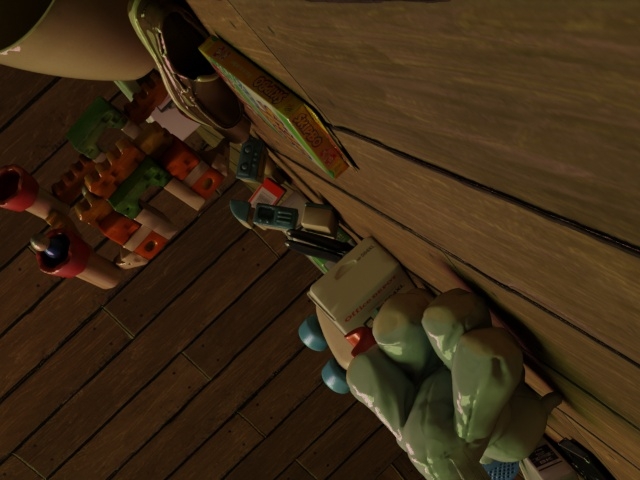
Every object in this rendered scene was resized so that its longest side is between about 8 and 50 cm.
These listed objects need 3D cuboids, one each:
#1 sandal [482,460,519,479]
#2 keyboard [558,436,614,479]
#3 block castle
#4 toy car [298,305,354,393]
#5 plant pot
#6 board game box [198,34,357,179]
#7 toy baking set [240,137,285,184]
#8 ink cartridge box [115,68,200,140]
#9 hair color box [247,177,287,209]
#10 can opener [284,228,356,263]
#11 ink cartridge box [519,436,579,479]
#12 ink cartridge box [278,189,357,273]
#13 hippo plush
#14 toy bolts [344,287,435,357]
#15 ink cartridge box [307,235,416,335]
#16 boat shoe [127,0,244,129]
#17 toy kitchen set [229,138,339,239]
[{"bbox_3d":[0.260,0.367,1.697,0.317,0.126,0.138,41,-169,-26],"label":"sandal"},{"bbox_3d":[0.448,0.381,1.471,0.180,0.023,0.108,48,170,-19],"label":"keyboard"},{"bbox_3d":[-0.377,-0.159,1.681,0.303,0.453,0.213,45,-176,33],"label":"block castle"},{"bbox_3d":[0.124,0.171,1.861,0.238,0.219,0.210,6,-139,-42],"label":"toy car"},{"bbox_3d":[-0.365,-0.344,1.378,0.256,0.256,0.274,44,-168,32],"label":"plant pot"},{"bbox_3d":[-0.055,-0.167,1.160,0.259,0.039,0.124,39,173,44],"label":"board game box"},{"bbox_3d":[-0.170,-0.216,1.982,0.256,0.030,0.197,49,176,-37],"label":"toy baking set"},{"bbox_3d":[-0.374,-0.361,1.911,0.211,0.121,0.289,43,172,47],"label":"ink cartridge box"},{"bbox_3d":[-0.121,-0.086,1.983,0.053,0.093,0.167,37,-178,-1],"label":"hair color box"},{"bbox_3d":[0.022,0.017,1.721,0.186,0.059,0.073,19,137,-5],"label":"can opener"},{"bbox_3d":[0.431,0.458,1.700,0.332,0.065,0.165,-113,-2,-86],"label":"ink cartridge box"},{"bbox_3d":[0.005,0.006,1.948,0.208,0.087,0.153,43,175,39],"label":"ink cartridge box"},{"bbox_3d":[0.208,0.193,1.147,0.237,0.234,0.294,7,-136,-44],"label":"hippo plush"},{"bbox_3d":[0.163,0.177,1.523,0.228,0.158,0.218,46,-174,-22],"label":"toy bolts"},{"bbox_3d":[0.087,0.107,1.597,0.086,0.148,0.203,45,177,35],"label":"ink cartridge box"},{"bbox_3d":[-0.174,-0.237,1.288,0.095,0.095,0.257,35,170,42],"label":"boat shoe"},{"bbox_3d":[-0.064,-0.104,1.752,0.207,0.166,0.122,9,170,9],"label":"toy kitchen set"}]
